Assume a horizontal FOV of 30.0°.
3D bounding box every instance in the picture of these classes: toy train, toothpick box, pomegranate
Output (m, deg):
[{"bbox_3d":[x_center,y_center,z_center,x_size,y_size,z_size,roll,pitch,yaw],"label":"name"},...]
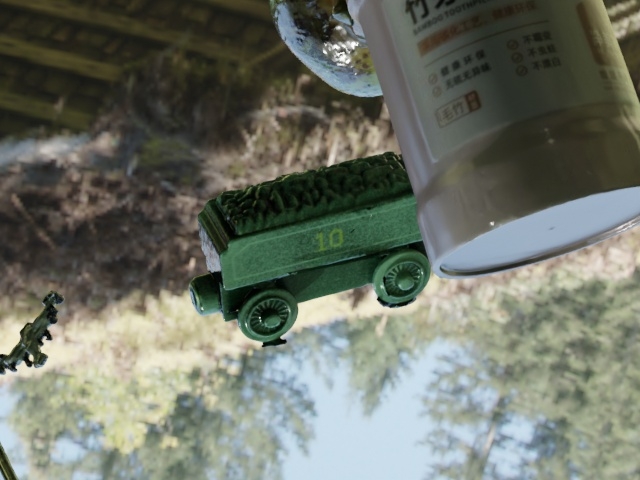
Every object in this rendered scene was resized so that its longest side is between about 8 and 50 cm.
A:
[{"bbox_3d":[0.000,0.000,0.750,0.172,0.099,0.070,-14,-145,-16],"label":"toy train"},{"bbox_3d":[0.069,-0.070,0.471,0.098,0.098,0.149,-5,-108,-38],"label":"toothpick box"},{"bbox_3d":[0.061,-0.266,1.207,0.222,0.204,0.276,11,166,-2],"label":"pomegranate"}]

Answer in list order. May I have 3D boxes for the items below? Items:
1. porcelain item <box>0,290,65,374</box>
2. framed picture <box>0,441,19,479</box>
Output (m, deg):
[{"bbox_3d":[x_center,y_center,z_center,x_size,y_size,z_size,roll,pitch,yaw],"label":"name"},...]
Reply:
[{"bbox_3d":[-0.359,0.132,1.501,0.021,0.136,0.075,29,-163,-43],"label":"porcelain item"},{"bbox_3d":[-0.311,0.188,1.088,0.019,0.232,0.296,-26,-97,-26],"label":"framed picture"}]
